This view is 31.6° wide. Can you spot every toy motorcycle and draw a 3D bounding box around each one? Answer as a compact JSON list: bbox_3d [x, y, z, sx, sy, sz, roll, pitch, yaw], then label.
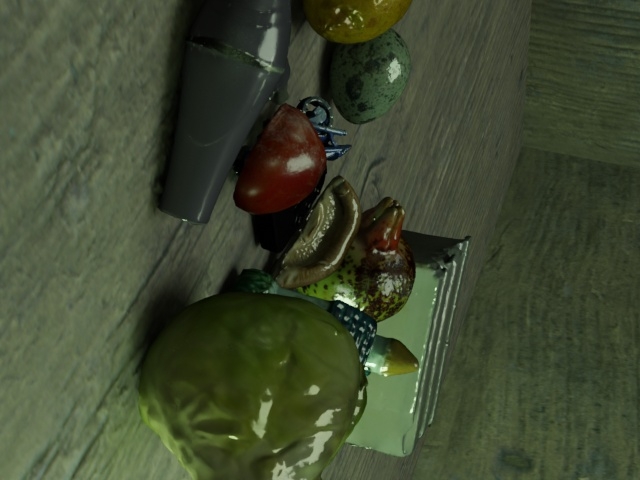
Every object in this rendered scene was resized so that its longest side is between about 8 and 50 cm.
[{"bbox_3d":[-0.039,-0.122,1.612,0.205,0.076,0.114,-42,110,-36],"label":"toy motorcycle"}]

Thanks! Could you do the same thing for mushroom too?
[{"bbox_3d":[-0.001,0.001,1.803,0.210,0.094,0.072,-60,-178,-7],"label":"mushroom"}]

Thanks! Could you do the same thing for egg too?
[{"bbox_3d":[0.078,-0.273,1.867,0.132,0.132,0.172,-40,151,-65],"label":"egg"}]

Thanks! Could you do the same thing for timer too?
[{"bbox_3d":[-0.049,-0.089,1.727,0.144,0.055,0.187,83,29,-45],"label":"timer"}]

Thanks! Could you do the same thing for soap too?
[{"bbox_3d":[0.148,0.203,2.327,0.350,0.213,0.435,-36,136,-70],"label":"soap"}]

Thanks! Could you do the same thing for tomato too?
[{"bbox_3d":[-0.044,-0.094,1.474,0.159,0.091,0.139,-55,170,-42],"label":"tomato"}]

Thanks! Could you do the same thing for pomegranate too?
[{"bbox_3d":[0.075,0.022,1.910,0.248,0.214,0.214,-60,175,33],"label":"pomegranate"}]

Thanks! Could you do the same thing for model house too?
[{"bbox_3d":[-0.002,0.176,1.672,0.253,0.291,0.184,75,27,-58],"label":"model house"}]

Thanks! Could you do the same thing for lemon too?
[{"bbox_3d":[0.059,-0.380,1.664,0.207,0.170,0.170,-53,152,-42],"label":"lemon"}]

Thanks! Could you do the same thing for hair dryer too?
[{"bbox_3d":[-0.091,-0.180,1.450,0.361,0.121,0.301,-25,135,-77],"label":"hair dryer"}]

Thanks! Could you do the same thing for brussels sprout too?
[{"bbox_3d":[-0.090,0.196,1.421,0.316,0.274,0.242,-54,176,-42],"label":"brussels sprout"}]
